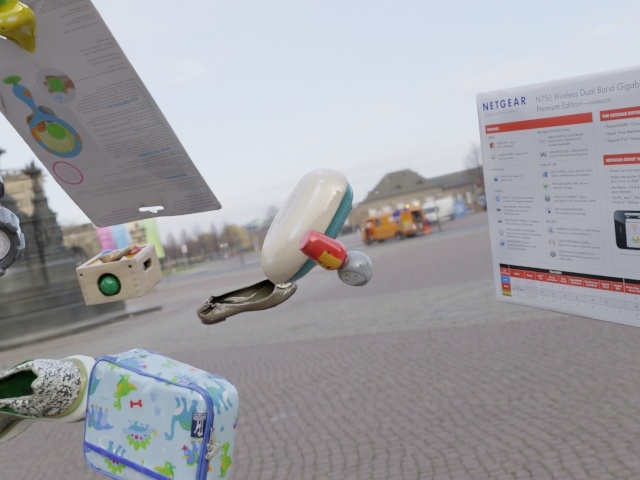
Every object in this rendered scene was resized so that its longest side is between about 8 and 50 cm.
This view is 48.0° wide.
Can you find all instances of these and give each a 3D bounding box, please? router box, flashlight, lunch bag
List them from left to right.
[{"bbox_3d":[-0.527,-0.049,1.121,0.103,0.103,0.304,-20,32,-16],"label":"flashlight"},{"bbox_3d":[-0.220,0.254,0.978,0.218,0.176,0.090,13,8,28],"label":"lunch bag"},{"bbox_3d":[0.346,-0.055,0.889,0.082,0.302,0.335,-12,9,-27],"label":"router box"}]

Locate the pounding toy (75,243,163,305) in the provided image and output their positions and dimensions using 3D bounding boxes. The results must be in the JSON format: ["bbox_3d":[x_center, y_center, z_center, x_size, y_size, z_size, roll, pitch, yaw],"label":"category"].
[{"bbox_3d":[-0.359,0.049,1.290,0.130,0.100,0.141,-10,13,10],"label":"pounding toy"}]

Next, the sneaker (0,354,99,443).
[{"bbox_3d":[-0.631,0.300,1.423,0.410,0.158,0.182,-19,-28,21],"label":"sneaker"}]

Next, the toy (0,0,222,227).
[{"bbox_3d":[-0.185,-0.113,0.580,0.136,0.056,0.237,-7,-41,23],"label":"toy"}]

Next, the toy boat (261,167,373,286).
[{"bbox_3d":[0.000,0.000,1.424,0.148,0.268,0.318,30,7,-21],"label":"toy boat"}]

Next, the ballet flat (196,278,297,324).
[{"bbox_3d":[-0.175,0.132,1.708,0.249,0.058,0.084,-17,33,-11],"label":"ballet flat"}]
